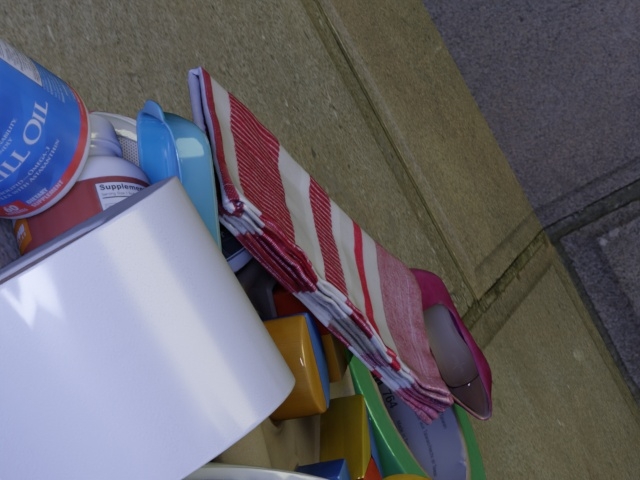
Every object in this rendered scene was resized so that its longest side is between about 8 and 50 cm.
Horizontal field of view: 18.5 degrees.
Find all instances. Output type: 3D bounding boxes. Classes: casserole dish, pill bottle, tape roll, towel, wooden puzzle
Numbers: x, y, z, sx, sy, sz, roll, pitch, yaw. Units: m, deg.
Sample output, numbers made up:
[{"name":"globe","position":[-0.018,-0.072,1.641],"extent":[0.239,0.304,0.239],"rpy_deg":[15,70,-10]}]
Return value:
[{"name":"casserole dish","position":[-0.115,-0.027,1.633],"extent":[0.114,0.037,0.188],"rpy_deg":[-151,-128,-63]},{"name":"pill bottle","position":[-0.183,0.010,1.603],"extent":[0.121,0.121,0.216],"rpy_deg":[29,36,-60]},{"name":"tape roll","position":[0.073,0.187,2.135],"extent":[0.321,0.077,0.321],"rpy_deg":[53,19,-28]},{"name":"pill bottle","position":[-0.283,-0.107,1.491],"extent":[0.221,0.124,0.124],"rpy_deg":[34,33,-55]},{"name":"towel","position":[0.000,0.000,1.806],"extent":[0.329,0.037,0.237],"rpy_deg":[45,17,-32]},{"name":"tape roll","position":[-0.161,0.087,1.345],"extent":[0.169,0.246,0.246],"rpy_deg":[60,18,-5]},{"name":"wooden puzzle","position":[-0.008,0.168,1.793],"extent":[0.348,0.080,0.322],"rpy_deg":[-49,128,-70]}]

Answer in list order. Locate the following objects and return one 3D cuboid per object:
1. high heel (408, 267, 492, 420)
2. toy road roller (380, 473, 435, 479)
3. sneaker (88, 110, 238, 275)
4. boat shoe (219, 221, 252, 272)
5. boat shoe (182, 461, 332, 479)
[{"name":"high heel","position":[0.127,0.116,2.135],"extent":[0.117,0.082,0.244],"rpy_deg":[61,2,30]},{"name":"toy road roller","position":[0.101,0.368,1.525],"extent":[0.241,0.329,0.202],"rpy_deg":[15,29,-6]},{"name":"sneaker","position":[-0.151,-0.001,1.740],"extent":[0.252,0.103,0.111],"rpy_deg":[56,17,-18]},{"name":"boat shoe","position":[-0.075,-0.007,1.751],"extent":[0.040,0.049,0.142],"rpy_deg":[66,17,-11]},{"name":"boat shoe","position":[-0.020,0.240,1.599],"extent":[0.319,0.116,0.099],"rpy_deg":[15,80,-38]}]
